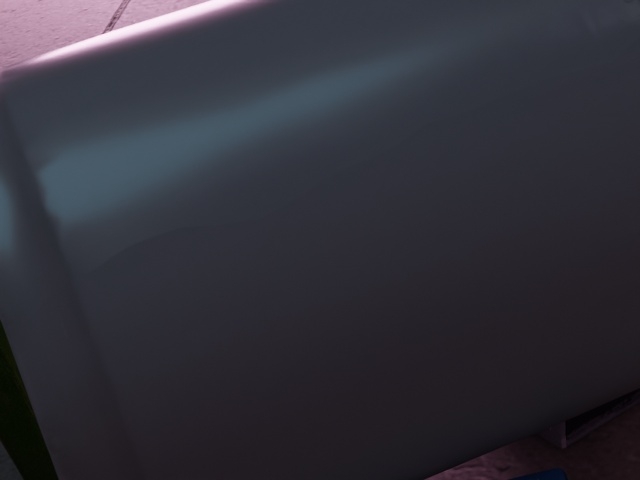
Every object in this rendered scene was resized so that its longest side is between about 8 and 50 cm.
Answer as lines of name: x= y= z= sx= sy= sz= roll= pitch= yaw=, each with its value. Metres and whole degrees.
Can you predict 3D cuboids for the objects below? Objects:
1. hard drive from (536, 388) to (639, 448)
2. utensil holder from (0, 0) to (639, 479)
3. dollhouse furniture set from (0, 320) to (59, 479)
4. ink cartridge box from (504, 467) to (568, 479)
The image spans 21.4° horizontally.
hard drive: x=0.160 y=0.039 z=1.227 sx=0.172 sy=0.054 sz=0.254 roll=-29 pitch=34 yaw=-15
utensil holder: x=0.000 y=0.000 z=1.017 sx=0.385 sy=0.328 sz=0.327 roll=-20 pitch=32 yaw=-11
dollhouse furniture set: x=-0.291 y=0.171 z=1.130 sx=0.197 sy=0.151 sz=0.301 roll=-20 pitch=18 yaw=18
ink cartridge box: x=0.089 y=0.237 z=0.937 sx=0.148 sy=0.086 sz=0.203 roll=-15 pitch=32 yaw=6
